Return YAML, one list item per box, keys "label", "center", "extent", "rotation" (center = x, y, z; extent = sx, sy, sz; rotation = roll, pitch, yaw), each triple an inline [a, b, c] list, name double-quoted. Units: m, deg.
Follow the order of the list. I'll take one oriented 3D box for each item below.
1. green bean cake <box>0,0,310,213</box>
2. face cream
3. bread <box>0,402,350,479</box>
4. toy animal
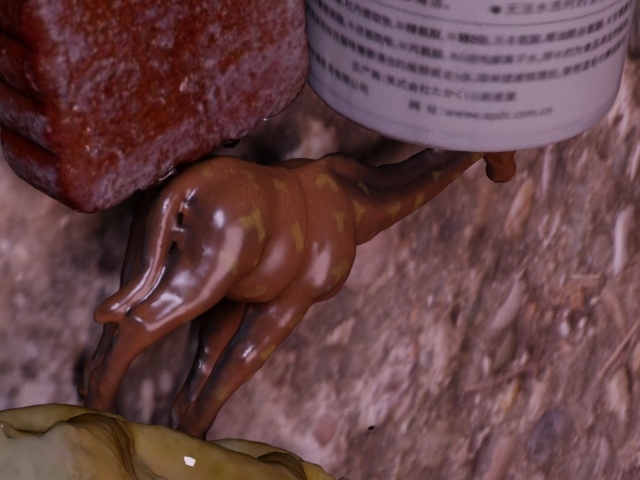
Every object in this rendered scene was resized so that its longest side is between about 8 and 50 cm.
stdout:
- label: "green bean cake"
  center: [-0.070, -0.094, 0.614]
  extent: [0.135, 0.056, 0.135]
  rotation: [-33, 131, -33]
- label: "face cream"
  center: [0.071, -0.223, 0.591]
  extent: [0.145, 0.145, 0.370]
  rotation: [-27, 136, -36]
- label: "bread"
  center: [-0.095, 0.170, 0.632]
  extent: [0.252, 0.238, 0.196]
  rotation: [33, 47, -54]
- label: "toy animal"
  center: [0.000, 0.000, 0.735]
  extent: [0.230, 0.066, 0.224]
  rotation: [-58, 145, 0]
